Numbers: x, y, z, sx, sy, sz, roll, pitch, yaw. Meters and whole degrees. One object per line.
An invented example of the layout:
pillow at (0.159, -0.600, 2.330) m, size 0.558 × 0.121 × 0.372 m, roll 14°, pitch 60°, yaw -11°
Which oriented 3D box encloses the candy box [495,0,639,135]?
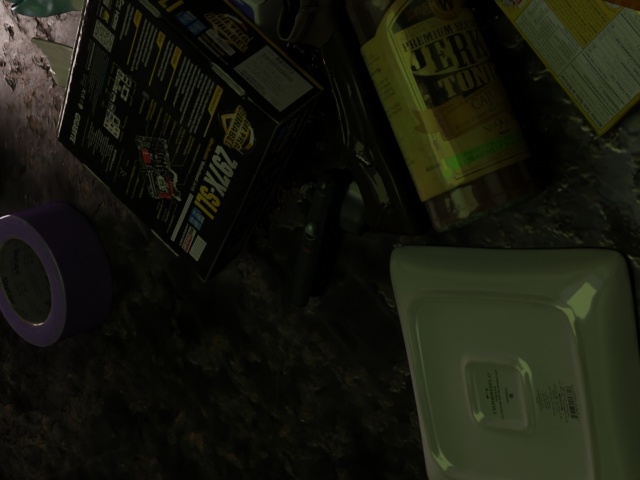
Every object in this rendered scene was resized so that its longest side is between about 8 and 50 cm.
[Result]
candy box at (0.213, -0.200, 1.020) m, size 0.206 × 0.027 × 0.105 m, roll 56°, pitch 138°, yaw 14°

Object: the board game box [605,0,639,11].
board game box at (0.248, -0.343, 0.688) m, size 0.356 × 0.357 × 0.356 m, roll 27°, pitch 123°, yaw 35°

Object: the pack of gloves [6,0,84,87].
pack of gloves at (-0.302, -0.245, 1.442) m, size 0.232 × 0.046 × 0.195 m, roll 9°, pitch 140°, yaw 42°

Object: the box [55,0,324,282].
box at (-0.155, -0.133, 1.297) m, size 0.257 × 0.079 × 0.322 m, roll 42°, pitch 145°, yaw 9°

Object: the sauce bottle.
sauce bottle at (0.089, -0.180, 1.090) m, size 0.111 × 0.111 × 0.344 m, roll -24°, pitch 90°, yaw 47°

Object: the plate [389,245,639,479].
plate at (0.184, 0.144, 1.172) m, size 0.278 × 0.045 × 0.277 m, roll 1°, pitch 105°, yaw 44°

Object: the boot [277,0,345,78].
boot at (-0.008, -0.209, 1.192) m, size 0.042 × 0.087 × 0.118 m, roll 26°, pitch 123°, yaw 34°

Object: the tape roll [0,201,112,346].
tape roll at (-0.376, 0.046, 1.666) m, size 0.189 × 0.080 × 0.188 m, roll 18°, pitch 117°, yaw 39°

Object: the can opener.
can opener at (0.000, 0.000, 1.287) m, size 0.073 × 0.059 × 0.186 m, roll 42°, pitch 130°, yaw 25°

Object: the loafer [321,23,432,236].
loafer at (0.041, -0.102, 1.181) m, size 0.078 × 0.080 × 0.220 m, roll -15°, pitch 95°, yaw 34°

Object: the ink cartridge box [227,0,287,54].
ink cartridge box at (-0.115, -0.232, 1.302) m, size 0.206 × 0.045 × 0.208 m, roll 41°, pitch 151°, yaw 27°
